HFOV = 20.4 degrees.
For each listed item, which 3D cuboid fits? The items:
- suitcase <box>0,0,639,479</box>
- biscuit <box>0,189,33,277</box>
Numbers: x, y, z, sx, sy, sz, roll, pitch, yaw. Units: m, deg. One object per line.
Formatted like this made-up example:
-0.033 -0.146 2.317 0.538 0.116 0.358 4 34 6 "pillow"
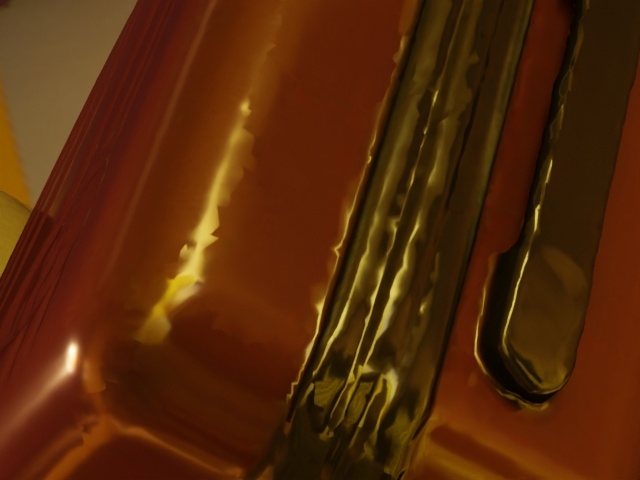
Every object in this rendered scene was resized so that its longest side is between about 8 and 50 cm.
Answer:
0.000 0.000 0.547 0.161 0.297 0.236 29 -40 -12 "suitcase"
-0.145 0.039 0.653 0.056 0.188 0.052 26 -62 -17 "biscuit"
